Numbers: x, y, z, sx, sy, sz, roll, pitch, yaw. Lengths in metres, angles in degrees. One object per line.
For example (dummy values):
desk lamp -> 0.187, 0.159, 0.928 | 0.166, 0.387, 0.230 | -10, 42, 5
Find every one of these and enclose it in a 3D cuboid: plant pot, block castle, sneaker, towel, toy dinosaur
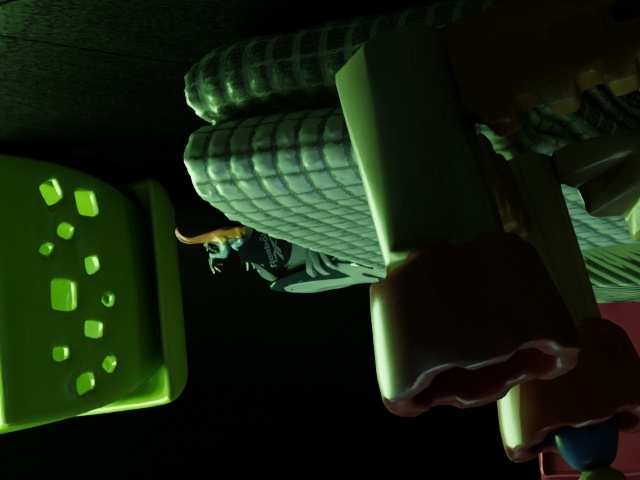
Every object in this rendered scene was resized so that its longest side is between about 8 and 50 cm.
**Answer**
plant pot -> -0.246, 0.054, 1.496 | 0.207, 0.227, 0.228 | 0, 171, -39
block castle -> 0.259, -0.021, 0.777 | 0.453, 0.213, 0.303 | -20, 162, 14
sneaker -> 0.000, 0.000, 1.518 | 0.153, 0.094, 0.235 | -9, 179, 3
towel -> 0.083, -0.067, 1.103 | 0.235, 0.121, 0.283 | -8, 165, 32
toy dinosaur -> -0.084, 0.001, 1.688 | 0.090, 0.047, 0.082 | 18, 144, -29

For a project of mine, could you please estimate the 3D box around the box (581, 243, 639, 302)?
box -> 0.237, 0.006, 1.551 | 0.275, 0.094, 0.113 | -4, 169, 19

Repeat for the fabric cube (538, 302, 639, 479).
fabric cube -> 0.351, 0.127, 1.784 | 0.259, 0.254, 0.258 | -1, 168, 7
